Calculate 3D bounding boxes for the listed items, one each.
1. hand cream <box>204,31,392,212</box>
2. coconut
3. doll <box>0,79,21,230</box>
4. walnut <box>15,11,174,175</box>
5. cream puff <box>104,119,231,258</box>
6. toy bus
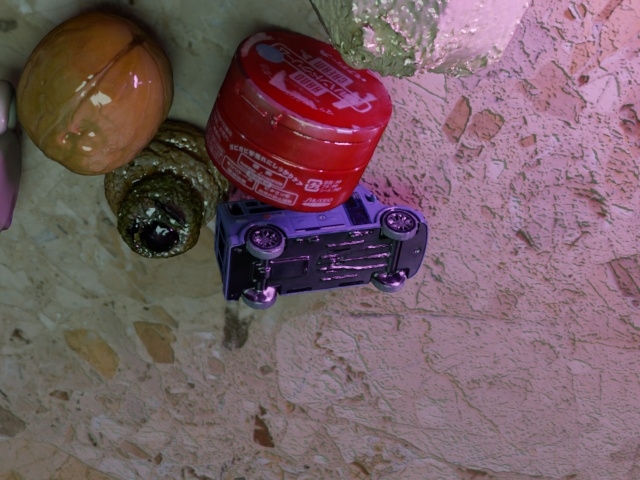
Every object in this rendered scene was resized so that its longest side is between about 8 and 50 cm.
[{"bbox_3d":[-0.032,-0.154,1.673,0.230,0.230,0.149,18,123,-12],"label":"hand cream"},{"bbox_3d":[0.125,-0.362,1.477,0.298,0.297,0.309,13,129,-8],"label":"coconut"},{"bbox_3d":[-0.576,-0.090,1.746,0.370,0.215,0.226,-7,105,3],"label":"doll"},{"bbox_3d":[-0.296,-0.192,1.683,0.193,0.193,0.225,24,127,-16],"label":"walnut"},{"bbox_3d":[-0.219,-0.055,1.786,0.183,0.169,0.183,2,126,2],"label":"cream puff"},{"bbox_3d":[0.000,0.000,1.816,0.292,0.133,0.125,-7,136,-15],"label":"toy bus"}]
